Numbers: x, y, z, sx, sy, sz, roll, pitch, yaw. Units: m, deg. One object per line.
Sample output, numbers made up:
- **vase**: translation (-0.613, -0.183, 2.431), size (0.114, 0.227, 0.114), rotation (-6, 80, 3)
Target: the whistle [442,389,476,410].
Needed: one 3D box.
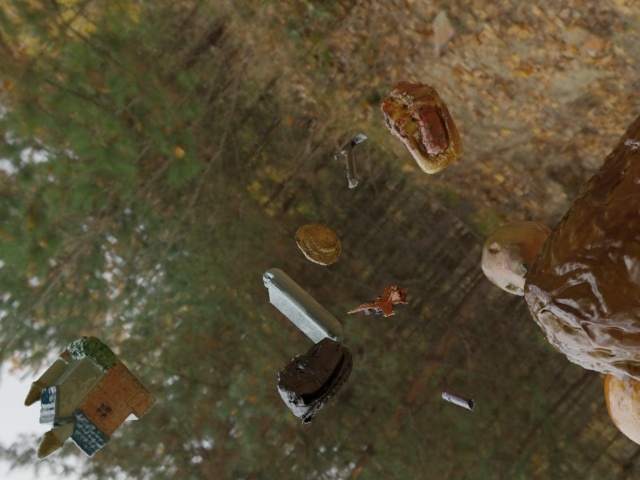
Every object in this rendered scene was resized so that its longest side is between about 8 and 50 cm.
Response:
- **whistle**: translation (0.435, 0.499, 2.387), size (0.033, 0.033, 0.176), rotation (40, 167, -17)

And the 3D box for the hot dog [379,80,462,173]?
- **hot dog**: translation (0.240, -0.298, 1.894), size (0.257, 0.150, 0.153), rotation (59, -176, 26)

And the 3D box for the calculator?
- **calculator**: translation (-0.035, 0.156, 1.653), size (0.246, 0.045, 0.141), rotation (41, 160, 18)

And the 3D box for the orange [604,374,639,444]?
- **orange**: translation (0.780, 0.349, 1.726), size (0.261, 0.261, 0.261), rotation (40, -178, -2)

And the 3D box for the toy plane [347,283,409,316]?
- **toy plane**: translation (0.171, 0.188, 2.210), size (0.062, 0.188, 0.135), rotation (51, -157, -24)

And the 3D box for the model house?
- **model house**: translation (-0.672, 0.464, 2.076), size (0.194, 0.325, 0.267), rotation (-18, 116, 46)

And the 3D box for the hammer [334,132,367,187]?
- **hammer**: translation (0.085, -0.216, 2.128), size (0.027, 0.125, 0.297), rotation (42, -159, -18)

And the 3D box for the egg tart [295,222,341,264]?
- **egg tart**: translation (0.000, 0.000, 1.872), size (0.128, 0.049, 0.129), rotation (18, -135, -19)

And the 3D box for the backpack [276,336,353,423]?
- **backpack**: translation (-0.012, 0.269, 1.522), size (0.105, 0.165, 0.120), rotation (31, 153, 26)

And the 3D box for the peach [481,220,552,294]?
- **peach**: translation (0.543, 0.048, 2.056), size (0.214, 0.214, 0.235), rotation (40, -173, 4)

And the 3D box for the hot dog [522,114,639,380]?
- **hot dog**: translation (0.378, -0.027, 0.772), size (0.174, 0.388, 0.267), rotation (32, -173, -29)
